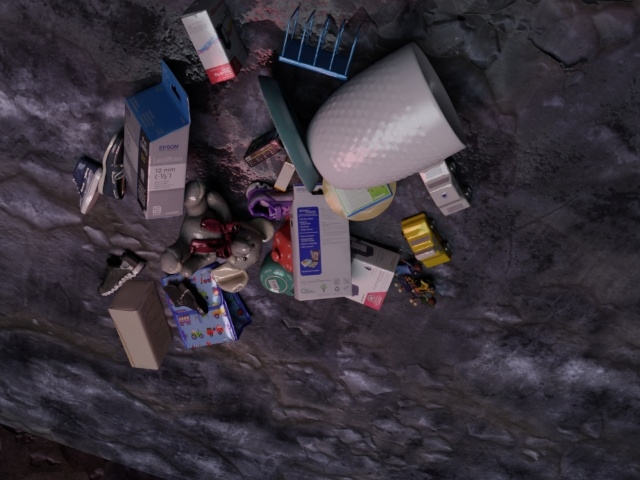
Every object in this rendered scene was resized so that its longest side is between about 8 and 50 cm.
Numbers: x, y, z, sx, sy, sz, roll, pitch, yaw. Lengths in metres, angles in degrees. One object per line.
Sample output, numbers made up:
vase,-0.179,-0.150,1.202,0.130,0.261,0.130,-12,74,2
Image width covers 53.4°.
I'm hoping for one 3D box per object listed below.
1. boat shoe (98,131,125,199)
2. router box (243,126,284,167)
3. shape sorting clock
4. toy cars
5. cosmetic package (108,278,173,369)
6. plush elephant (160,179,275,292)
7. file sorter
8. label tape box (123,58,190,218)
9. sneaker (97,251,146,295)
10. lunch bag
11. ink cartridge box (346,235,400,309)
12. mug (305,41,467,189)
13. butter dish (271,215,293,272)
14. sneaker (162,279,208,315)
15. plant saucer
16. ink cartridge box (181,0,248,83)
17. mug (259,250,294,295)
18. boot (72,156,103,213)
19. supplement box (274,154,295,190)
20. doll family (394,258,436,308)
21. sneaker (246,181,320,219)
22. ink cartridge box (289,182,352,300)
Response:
boat shoe,-0.606,-0.216,1.902,0.079,0.095,0.255,25,132,-6
router box,-0.149,-0.262,1.756,0.122,0.092,0.038,-25,119,29
shape sorting clock,0.109,-0.156,1.783,0.206,0.040,0.206,-1,111,-2
toy cars,0.327,-0.060,1.815,0.176,0.087,0.394,12,131,3
cosmetic package,-0.644,0.306,2.306,0.113,0.160,0.310,2,129,12
plush elephant,-0.287,0.006,1.892,0.255,0.272,0.330,18,175,5
file sorter,0.002,-0.476,1.527,0.170,0.118,0.105,16,127,0
label tape box,-0.441,-0.270,1.692,0.115,0.249,0.348,-10,131,-27
sneaker,-0.716,0.109,2.216,0.234,0.078,0.106,-32,114,28
lunch bag,-0.405,0.206,2.206,0.220,0.138,0.293,-13,109,23
ink cartridge box,0.104,0.089,1.968,0.237,0.100,0.172,21,131,5
mug,0.166,-0.261,1.575,0.328,0.276,0.374,-26,157,22
butter dish,-0.096,0.029,1.936,0.160,0.118,0.160,42,141,31
sneaker,-0.453,0.201,2.138,0.089,0.051,0.170,-42,80,21
plant saucer,-0.071,-0.273,1.600,0.043,0.318,0.318,-24,123,5
ink cartridge box,-0.257,-0.496,1.562,0.072,0.127,0.175,-10,127,19
mug,-0.121,0.115,2.061,0.157,0.097,0.129,27,130,-9
boot,-0.737,-0.173,1.996,0.086,0.069,0.190,32,121,-5
supplement box,-0.094,-0.198,1.817,0.036,0.062,0.098,24,131,-6
doll family,0.300,0.134,1.981,0.193,0.076,0.111,40,155,-25
sneaker,-0.110,-0.103,1.872,0.236,0.105,0.095,5,127,5
ink cartridge box,0.000,0.000,1.829,0.165,0.065,0.333,-3,93,-16
